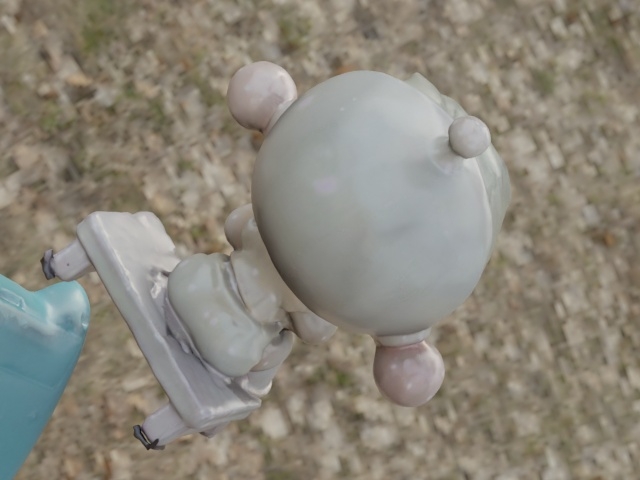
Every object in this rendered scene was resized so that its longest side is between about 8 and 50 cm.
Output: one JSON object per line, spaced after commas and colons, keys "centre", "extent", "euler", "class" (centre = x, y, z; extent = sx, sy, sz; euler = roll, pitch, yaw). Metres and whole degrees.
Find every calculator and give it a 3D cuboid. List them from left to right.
{"centre": [-0.333, 0.173, 1.226], "extent": [0.386, 0.054, 0.256], "euler": [-54, 147, 0], "class": "calculator"}

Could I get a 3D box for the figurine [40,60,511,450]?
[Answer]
{"centre": [-0.008, -0.005, 0.843], "extent": [0.144, 0.257, 0.182], "euler": [19, 43, -46], "class": "figurine"}
